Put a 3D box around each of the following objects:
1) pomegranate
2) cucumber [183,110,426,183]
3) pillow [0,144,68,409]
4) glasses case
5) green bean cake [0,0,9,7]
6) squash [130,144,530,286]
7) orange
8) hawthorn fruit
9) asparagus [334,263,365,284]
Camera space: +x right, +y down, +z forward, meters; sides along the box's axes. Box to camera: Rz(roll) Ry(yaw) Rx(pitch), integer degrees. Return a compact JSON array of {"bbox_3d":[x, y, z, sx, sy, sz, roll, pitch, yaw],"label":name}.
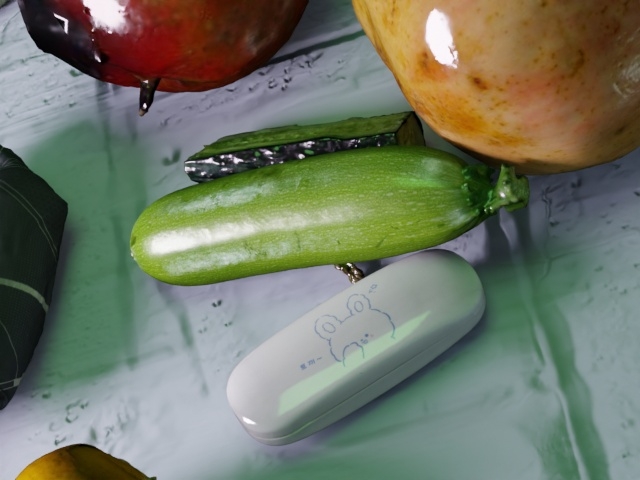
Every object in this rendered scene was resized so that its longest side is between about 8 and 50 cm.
[{"bbox_3d":[0.193,-0.225,1.678,0.338,0.338,0.338,-10,51,13],"label":"pomegranate"},{"bbox_3d":[-0.013,-0.069,1.808,0.211,0.062,0.078,-7,17,23],"label":"cucumber"},{"bbox_3d":[-0.324,0.044,1.802,0.162,0.092,0.335,1,51,11],"label":"pillow"},{"bbox_3d":[0.030,0.087,1.661,0.233,0.059,0.092,-30,45,-6],"label":"glasses case"},{"bbox_3d":[-0.419,-0.314,2.111,0.222,0.125,0.227,-35,54,-7],"label":"green bean cake"},{"bbox_3d":[-0.001,-0.024,1.711,0.379,0.101,0.101,-9,50,29],"label":"squash"},{"bbox_3d":[-0.182,0.234,1.573,0.134,0.156,0.156,-48,50,8],"label":"orange"},{"bbox_3d":[-0.150,-0.283,1.878,0.316,0.316,0.316,-10,51,13],"label":"hawthorn fruit"},{"bbox_3d":[0.000,0.000,1.770,0.015,0.018,0.127,-7,40,-39],"label":"asparagus"}]
